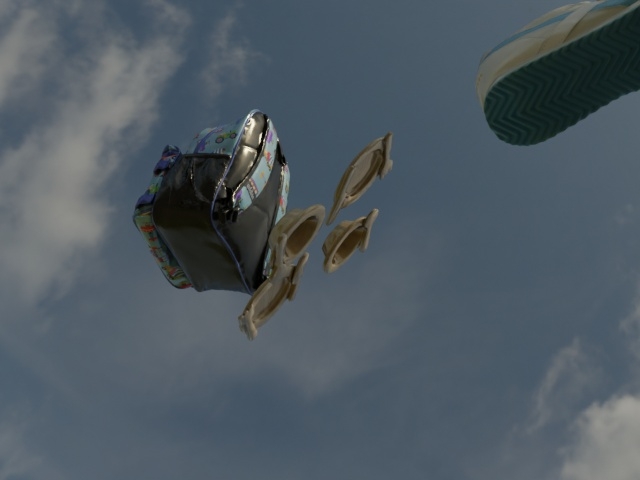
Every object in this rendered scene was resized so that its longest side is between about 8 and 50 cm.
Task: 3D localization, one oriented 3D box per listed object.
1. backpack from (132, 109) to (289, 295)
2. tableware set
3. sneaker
[{"bbox_3d":[-0.101,-0.048,0.854,0.116,0.173,0.158,2,-37,19],"label":"backpack"},{"bbox_3d":[0.000,0.000,0.603,0.020,0.168,0.141,38,-34,18],"label":"tableware set"},{"bbox_3d":[0.225,-0.153,0.608,0.228,0.092,0.087,-19,-58,11],"label":"sneaker"}]
